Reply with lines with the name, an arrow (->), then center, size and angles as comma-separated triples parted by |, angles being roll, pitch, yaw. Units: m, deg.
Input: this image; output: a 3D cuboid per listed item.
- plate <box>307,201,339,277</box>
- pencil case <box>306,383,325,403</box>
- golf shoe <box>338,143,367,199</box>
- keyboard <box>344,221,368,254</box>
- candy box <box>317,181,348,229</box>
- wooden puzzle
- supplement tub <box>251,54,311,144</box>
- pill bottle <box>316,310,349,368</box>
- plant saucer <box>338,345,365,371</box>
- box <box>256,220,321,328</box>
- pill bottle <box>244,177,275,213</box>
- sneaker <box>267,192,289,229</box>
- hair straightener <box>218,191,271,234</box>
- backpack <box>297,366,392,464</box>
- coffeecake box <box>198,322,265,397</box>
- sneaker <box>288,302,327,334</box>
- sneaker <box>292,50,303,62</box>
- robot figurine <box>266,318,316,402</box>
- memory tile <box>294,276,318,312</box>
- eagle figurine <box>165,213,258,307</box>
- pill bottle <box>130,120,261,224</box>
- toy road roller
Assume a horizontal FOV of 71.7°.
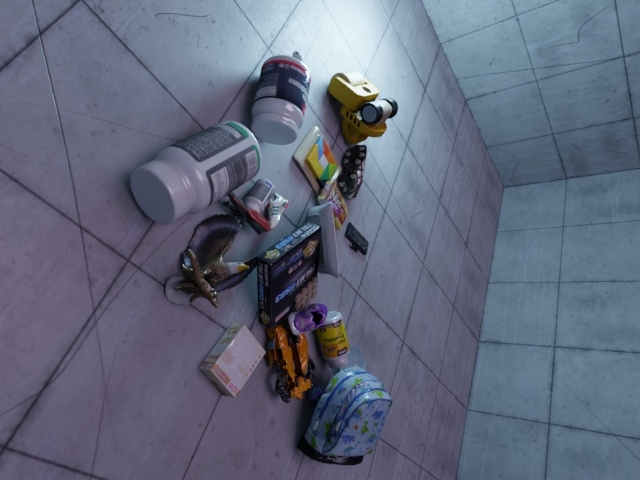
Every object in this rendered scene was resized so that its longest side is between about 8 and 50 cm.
plate -> 0.000, 0.000, 1.719 | 0.045, 0.278, 0.277 | -7, 92, -15
pencil case -> 0.010, 0.628, 1.771 | 0.151, 0.070, 0.064 | 44, 54, -38
golf shoe -> 0.155, -0.320, 2.056 | 0.120, 0.105, 0.273 | 54, 50, -57
keyboard -> 0.172, 0.003, 2.080 | 0.180, 0.023, 0.108 | 43, 55, -39
candy box -> 0.056, -0.149, 1.902 | 0.109, 0.053, 0.187 | -64, 146, -33
wooden puzzle -> -0.001, -0.333, 1.888 | 0.239, 0.044, 0.221 | 53, 49, -33
supplement tub -> -0.144, -0.509, 1.614 | 0.191, 0.191, 0.272 | 28, 65, -46
pill bottle -> 0.051, 0.406, 1.809 | 0.117, 0.117, 0.215 | -25, 105, -49
plant saucer -> 0.129, 0.561, 1.951 | 0.195, 0.037, 0.195 | 7, 80, -50
box -> -0.110, 0.119, 1.588 | 0.295, 0.073, 0.293 | -38, 141, -45
pill bottle -> -0.222, -0.148, 1.568 | 0.078, 0.078, 0.137 | 52, 49, -34
sneaker -> -0.181, -0.107, 1.643 | 0.075, 0.057, 0.161 | 40, 56, -21
hair straightener -> -0.273, -0.090, 1.488 | 0.230, 0.089, 0.047 | 39, 41, -37
backpack -> 0.113, 0.662, 1.679 | 0.290, 0.273, 0.355 | 21, 81, -32
coffeecake box -> -0.282, 0.387, 1.439 | 0.185, 0.068, 0.142 | -55, 126, -39
sneaker -> -0.019, 0.285, 1.647 | 0.236, 0.104, 0.095 | -10, 81, -63
sneaker -> -0.105, -0.706, 1.799 | 0.058, 0.052, 0.135 | 1, 84, -47
robot figurine -> -0.109, 0.442, 1.634 | 0.211, 0.085, 0.291 | -12, 95, -51
memory tile -> -0.055, 0.212, 1.683 | 0.148, 0.012, 0.113 | -42, 148, -42
eagle figurine -> -0.319, 0.080, 1.375 | 0.298, 0.225, 0.226 | -80, -167, -65
pill bottle -> -0.357, -0.205, 1.308 | 0.361, 0.204, 0.204 | -43, 118, -45
toy road roller -> 0.167, -0.598, 2.046 | 0.329, 0.240, 0.202 | 46, 41, 11
